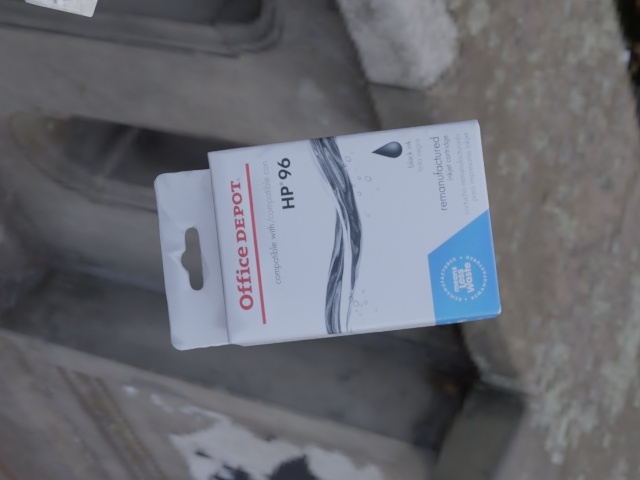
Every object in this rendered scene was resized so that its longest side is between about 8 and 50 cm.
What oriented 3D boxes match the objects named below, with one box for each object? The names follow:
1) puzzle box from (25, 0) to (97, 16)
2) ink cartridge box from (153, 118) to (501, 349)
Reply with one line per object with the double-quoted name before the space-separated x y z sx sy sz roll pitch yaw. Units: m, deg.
"puzzle box" -0.153 -0.392 1.096 0.052 0.272 0.409 10 114 -26
"ink cartridge box" 0.000 0.000 0.390 0.028 0.083 0.048 50 33 -85
